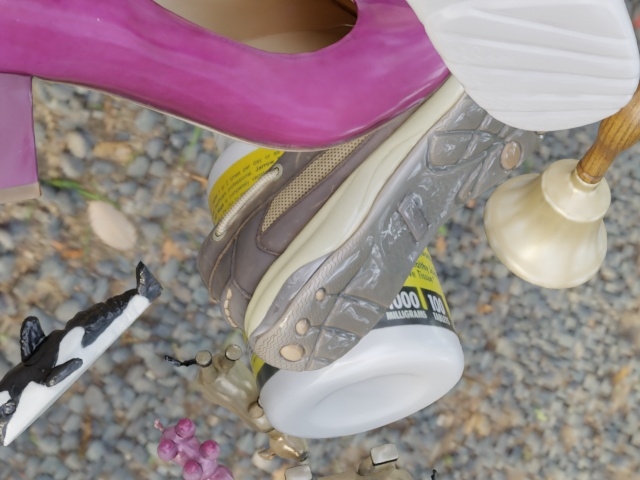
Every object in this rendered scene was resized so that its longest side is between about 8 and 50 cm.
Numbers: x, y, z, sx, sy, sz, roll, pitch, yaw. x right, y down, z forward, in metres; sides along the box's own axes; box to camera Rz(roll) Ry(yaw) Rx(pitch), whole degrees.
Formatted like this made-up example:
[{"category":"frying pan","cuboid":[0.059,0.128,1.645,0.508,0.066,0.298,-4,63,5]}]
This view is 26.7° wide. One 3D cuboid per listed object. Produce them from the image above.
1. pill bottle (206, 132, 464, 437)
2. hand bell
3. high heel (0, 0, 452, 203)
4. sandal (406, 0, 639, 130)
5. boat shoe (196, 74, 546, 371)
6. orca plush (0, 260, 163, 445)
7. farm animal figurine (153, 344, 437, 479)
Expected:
[{"category":"pill bottle","cuboid":[0.000,0.000,1.267,0.188,0.188,0.334,10,54,-44]},{"category":"hand bell","cuboid":[0.245,-0.067,1.194,0.126,0.126,0.242,-34,165,-30]},{"category":"high heel","cuboid":[-0.060,-0.137,0.698,0.377,0.127,0.181,-20,126,-37]},{"category":"sandal","cuboid":[0.055,-0.147,0.533,0.265,0.102,0.076,54,31,-45]},{"category":"boat shoe","cuboid":[0.048,-0.077,0.922,0.355,0.130,0.132,-47,150,-13]},{"category":"orca plush","cuboid":[-0.334,0.125,1.721,0.102,0.151,0.287,44,84,0]},{"category":"farm animal figurine","cuboid":[-0.031,0.296,1.558,0.172,0.327,0.330,95,-2,-68]}]
